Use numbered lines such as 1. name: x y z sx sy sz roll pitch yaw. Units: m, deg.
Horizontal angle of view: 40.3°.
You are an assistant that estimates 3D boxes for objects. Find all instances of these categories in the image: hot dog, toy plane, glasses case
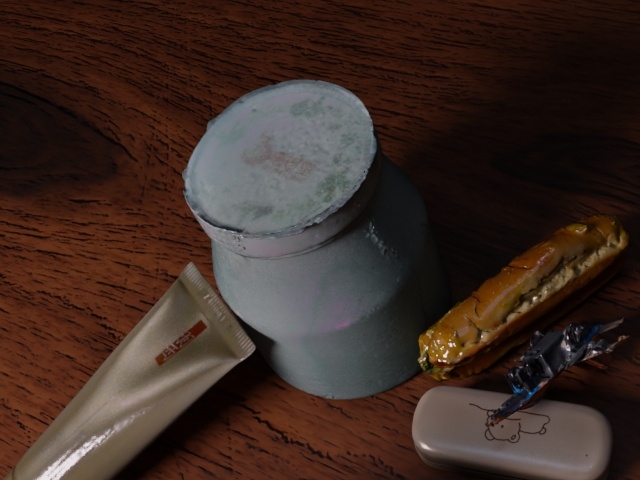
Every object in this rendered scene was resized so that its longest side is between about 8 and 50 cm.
1. hot dog: 0.217 0.060 0.926 0.268 0.115 0.072 -32 71 -11
2. toy plane: 0.223 0.123 0.869 0.188 0.135 0.062 -20 89 -31
3. glasses case: 0.190 0.197 0.874 0.196 0.050 0.083 4 54 21

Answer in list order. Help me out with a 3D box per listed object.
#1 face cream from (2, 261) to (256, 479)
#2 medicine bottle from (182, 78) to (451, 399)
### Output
1. face cream: -0.218 0.187 0.929 0.341 0.084 0.137 -46 55 6
2. medicine bottle: 0.000 0.000 0.929 0.244 0.290 0.245 -9 52 12
